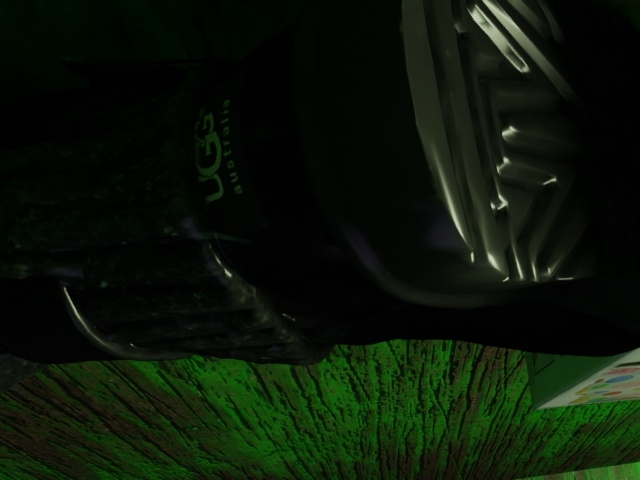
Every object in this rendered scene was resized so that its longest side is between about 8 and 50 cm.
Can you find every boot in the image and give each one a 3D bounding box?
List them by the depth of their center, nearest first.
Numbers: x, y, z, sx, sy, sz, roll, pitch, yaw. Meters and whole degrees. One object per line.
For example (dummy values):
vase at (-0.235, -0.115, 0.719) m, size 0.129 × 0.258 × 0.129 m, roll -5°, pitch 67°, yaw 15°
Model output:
boot at (-0.001, -0.004, 0.508) m, size 0.260 × 0.131 × 0.348 m, roll -16°, pitch 163°, yaw 31°

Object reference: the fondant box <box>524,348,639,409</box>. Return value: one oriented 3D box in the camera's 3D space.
fondant box at (0.278, 0.012, 0.738) m, size 0.238 × 0.096 × 0.330 m, roll -4°, pitch 161°, yaw -12°
